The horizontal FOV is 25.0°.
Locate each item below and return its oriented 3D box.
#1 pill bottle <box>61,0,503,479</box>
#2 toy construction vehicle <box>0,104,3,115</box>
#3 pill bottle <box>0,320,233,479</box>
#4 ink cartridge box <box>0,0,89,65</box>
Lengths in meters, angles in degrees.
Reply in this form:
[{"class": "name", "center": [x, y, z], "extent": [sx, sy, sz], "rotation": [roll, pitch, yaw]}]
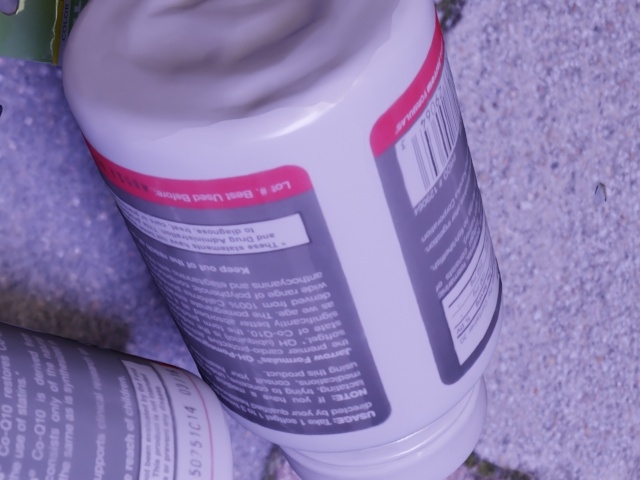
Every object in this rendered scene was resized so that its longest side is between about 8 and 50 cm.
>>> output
[{"class": "pill bottle", "center": [0.000, 0.000, 0.761], "extent": [0.176, 0.176, 0.318], "rotation": [-42, 138, -21]}, {"class": "toy construction vehicle", "center": [-0.221, -0.042, 0.739], "extent": [0.086, 0.035, 0.098], "rotation": [26, 85, -44]}, {"class": "pill bottle", "center": [-0.198, 0.109, 0.694], "extent": [0.283, 0.161, 0.161], "rotation": [19, 86, -33]}, {"class": "ink cartridge box", "center": [-0.083, -0.142, 0.793], "extent": [0.209, 0.062, 0.109], "rotation": [5, 95, -33]}]
